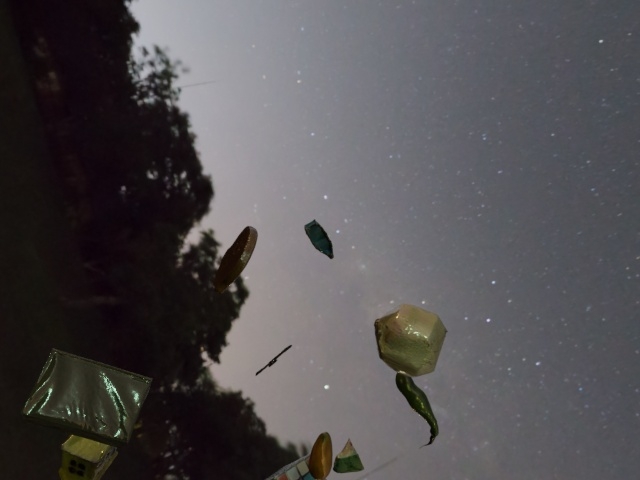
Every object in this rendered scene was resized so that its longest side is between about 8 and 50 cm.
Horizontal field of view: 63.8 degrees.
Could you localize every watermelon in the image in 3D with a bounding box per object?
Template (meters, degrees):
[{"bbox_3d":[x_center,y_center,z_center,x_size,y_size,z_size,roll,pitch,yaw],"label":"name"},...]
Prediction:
[{"bbox_3d":[0.134,0.893,2.147,0.121,0.158,0.098,7,-65,26],"label":"watermelon"}]

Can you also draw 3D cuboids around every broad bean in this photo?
[{"bbox_3d":[0.359,0.614,1.896,0.056,0.098,0.318,-159,-132,-84],"label":"broad bean"}]

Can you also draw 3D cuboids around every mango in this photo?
[{"bbox_3d":[0.002,0.816,1.945,0.115,0.089,0.165,95,2,-49],"label":"mango"}]

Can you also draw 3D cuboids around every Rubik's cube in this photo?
[{"bbox_3d":[-0.124,1.153,2.305,0.256,0.259,0.253,-43,-112,37],"label":"Rubik's cube"}]

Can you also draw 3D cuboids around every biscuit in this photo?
[{"bbox_3d":[-0.310,0.070,1.892,0.257,0.049,0.273,-48,-161,26],"label":"biscuit"}]

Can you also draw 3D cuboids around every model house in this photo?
[{"bbox_3d":[-0.903,0.842,1.992,0.193,0.174,0.234,-67,-178,-67],"label":"model house"}]

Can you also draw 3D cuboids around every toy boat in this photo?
[{"bbox_3d":[0.000,0.000,2.084,0.185,0.075,0.077,57,8,-38],"label":"toy boat"}]

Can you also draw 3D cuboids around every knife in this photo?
[{"bbox_3d":[-0.197,0.520,2.246,0.021,0.222,0.045,46,-37,11],"label":"knife"}]

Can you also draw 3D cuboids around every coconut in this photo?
[{"bbox_3d":[0.280,0.322,1.672,0.230,0.227,0.227,18,-48,16],"label":"coconut"}]

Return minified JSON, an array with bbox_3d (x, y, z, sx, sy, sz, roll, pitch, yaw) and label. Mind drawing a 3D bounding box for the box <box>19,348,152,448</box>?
[{"bbox_3d":[-0.535,0.369,1.187,0.155,0.231,0.149,-45,-154,54],"label":"box"}]
